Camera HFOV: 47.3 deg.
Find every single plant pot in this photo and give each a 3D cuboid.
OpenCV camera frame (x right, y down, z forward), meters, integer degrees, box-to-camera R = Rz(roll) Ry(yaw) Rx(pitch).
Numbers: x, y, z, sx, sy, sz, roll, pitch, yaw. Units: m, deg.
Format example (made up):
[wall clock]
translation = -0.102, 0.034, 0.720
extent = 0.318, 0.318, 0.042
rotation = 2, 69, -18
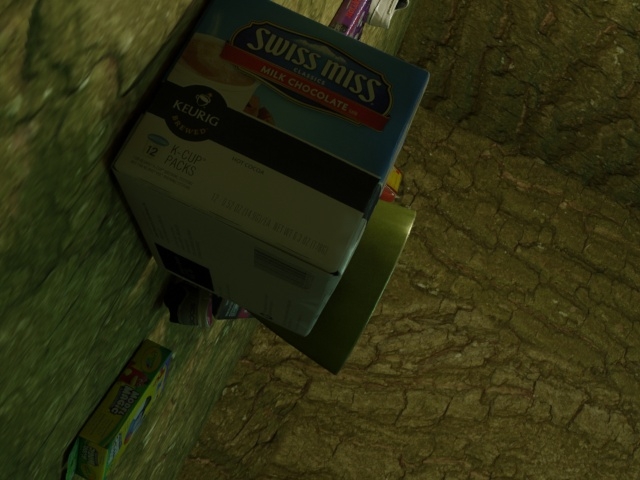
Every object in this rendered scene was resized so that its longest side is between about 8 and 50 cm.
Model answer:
[plant pot]
translation = -0.047, 0.014, 1.111
extent = 0.274, 0.294, 0.275
rotation = -63, 178, -5

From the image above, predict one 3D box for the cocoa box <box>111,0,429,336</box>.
[cocoa box]
translation = -0.054, -0.065, 0.821
extent = 0.347, 0.231, 0.228
rotation = 108, 8, -72

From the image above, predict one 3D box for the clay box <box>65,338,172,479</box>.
[clay box]
translation = -0.307, 0.272, 1.114
extent = 0.127, 0.053, 0.222
rotation = 113, 3, -45

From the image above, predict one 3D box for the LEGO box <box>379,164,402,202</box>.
[LEGO box]
translation = 0.076, -0.128, 2.473
extent = 0.372, 0.193, 0.500
rotation = -45, -177, 16

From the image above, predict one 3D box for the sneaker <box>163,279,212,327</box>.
[sneaker]
translation = -0.211, 0.082, 1.165
extent = 0.170, 0.075, 0.063
rotation = -108, -159, -61

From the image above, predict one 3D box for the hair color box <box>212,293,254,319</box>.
[hair color box]
translation = -0.040, 0.050, 1.410
extent = 0.105, 0.347, 0.174
rotation = 56, -47, 39

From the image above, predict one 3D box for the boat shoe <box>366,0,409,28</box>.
[boat shoe]
translation = 0.196, -0.644, 1.928
extent = 0.258, 0.084, 0.095
rotation = -59, 174, -27

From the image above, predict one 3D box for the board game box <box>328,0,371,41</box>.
[board game box]
translation = 0.015, -0.365, 1.522
extent = 0.208, 0.056, 0.346
rotation = 101, 15, -66
